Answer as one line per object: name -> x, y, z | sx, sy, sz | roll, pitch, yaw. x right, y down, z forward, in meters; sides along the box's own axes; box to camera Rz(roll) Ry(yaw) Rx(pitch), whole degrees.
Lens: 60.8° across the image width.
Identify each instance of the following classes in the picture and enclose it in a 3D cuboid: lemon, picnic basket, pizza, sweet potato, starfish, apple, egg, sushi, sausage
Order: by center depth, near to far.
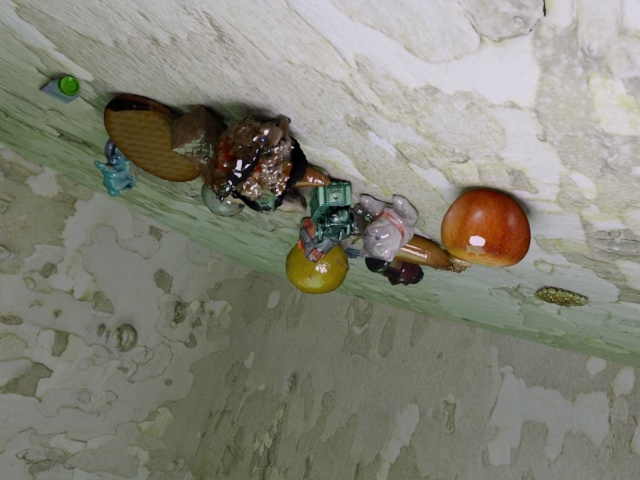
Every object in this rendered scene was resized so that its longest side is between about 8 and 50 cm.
sushi -> -0.174, -0.192, 1.305 | 0.225, 0.238, 0.219 | 19, -172, 36
apple -> 0.404, -0.028, 1.329 | 0.210, 0.173, 0.235 | 10, 175, 18
picnic basket -> -0.294, -0.256, 1.433 | 0.138, 0.128, 0.178 | -21, 155, 25
sweet potato -> -0.142, -0.188, 1.584 | 0.359, 0.112, 0.112 | 12, 167, 38
sausage -> 0.315, 0.029, 1.892 | 0.328, 0.112, 0.112 | 17, 169, 4
egg -> -0.351, -0.159, 1.957 | 0.182, 0.141, 0.141 | 24, 172, 25
pizza -> 0.453, 0.077, 2.014 | 0.246, 0.058, 0.127 | 11, 167, 41
starfish -> 0.161, -0.013, 2.073 | 0.133, 0.041, 0.130 | 24, 155, -35
lemon -> -0.009, 0.108, 2.401 | 0.310, 0.258, 0.258 | -2, 158, 38

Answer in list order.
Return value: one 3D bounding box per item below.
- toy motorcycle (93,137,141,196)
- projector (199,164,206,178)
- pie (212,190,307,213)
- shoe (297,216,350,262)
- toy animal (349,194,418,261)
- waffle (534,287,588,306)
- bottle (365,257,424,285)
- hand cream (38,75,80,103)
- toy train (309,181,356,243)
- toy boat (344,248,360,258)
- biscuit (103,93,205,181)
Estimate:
toy motorcycle -> -0.711, -0.258, 1.926 | 0.109, 0.198, 0.296 | 22, 168, 6
projector -> -0.458, -0.271, 1.731 | 0.270, 0.088, 0.193 | 14, 170, 22
pie -> -0.200, -0.144, 1.762 | 0.338, 0.075, 0.337 | 10, -171, -2
shoe -> 0.000, 0.000, 2.077 | 0.132, 0.171, 0.336 | 25, 168, -25
toy animal -> 0.170, -0.023, 1.711 | 0.308, 0.188, 0.266 | 5, 172, 37
waffle -> 0.890, 0.214, 2.025 | 0.169, 0.036, 0.183 | 16, 169, 6
bottle -> 0.303, 0.108, 2.188 | 0.271, 0.143, 0.156 | 26, 167, -40
hand cream -> -0.748, -0.431, 1.573 | 0.275, 0.050, 0.079 | 10, 139, 55
toy train -> 0.038, -0.079, 1.657 | 0.115, 0.154, 0.269 | -2, 171, -8
toy boat -> 0.171, 0.058, 2.463 | 0.122, 0.034, 0.096 | -4, 156, 42
biscuit -> -0.473, -0.285, 1.565 | 0.318, 0.040, 0.318 | 18, 147, 12
